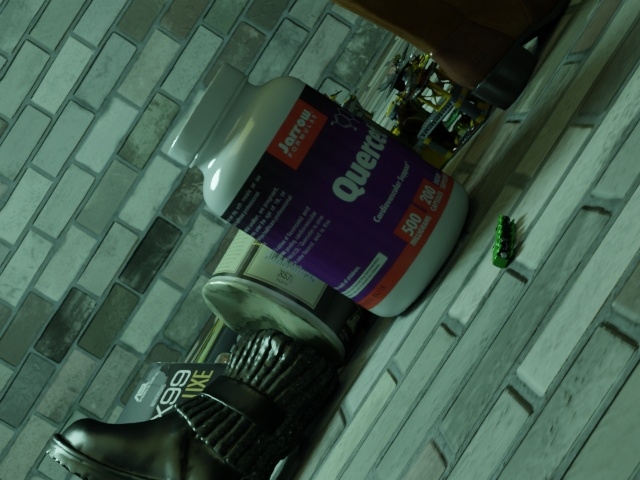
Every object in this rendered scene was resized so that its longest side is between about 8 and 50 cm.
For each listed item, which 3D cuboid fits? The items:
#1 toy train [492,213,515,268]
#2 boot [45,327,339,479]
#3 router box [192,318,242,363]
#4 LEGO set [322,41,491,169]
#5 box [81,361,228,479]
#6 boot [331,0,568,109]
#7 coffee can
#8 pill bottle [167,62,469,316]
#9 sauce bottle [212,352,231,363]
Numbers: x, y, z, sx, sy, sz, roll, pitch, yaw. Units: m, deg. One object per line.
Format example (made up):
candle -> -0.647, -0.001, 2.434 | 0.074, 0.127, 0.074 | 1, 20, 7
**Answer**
toy train -> 0.172, 0.001, 1.219 | 0.083, 0.017, 0.023 | -71, 4, -63
boot -> -0.159, 0.221, 1.610 | 0.348, 0.131, 0.260 | 13, 66, 36
router box -> -0.191, 0.237, 2.475 | 0.309, 0.081, 0.243 | -62, 8, -32
LEGO set -> 0.114, -0.205, 1.821 | 0.331, 0.192, 0.255 | -48, 12, 54
box -> -0.198, 0.306, 1.745 | 0.242, 0.076, 0.307 | -3, 46, 40
boot -> 0.166, -0.332, 1.649 | 0.264, 0.280, 0.096 | -60, 7, -22
coffee can -> 0.000, 0.000, 1.666 | 0.275, 0.201, 0.201 | -60, 7, -22
pill bottle -> -0.004, -0.064, 1.468 | 0.181, 0.323, 0.181 | -57, 7, 11
sauce bottle -> -0.190, 0.335, 1.894 | 0.344, 0.111, 0.111 | -60, 7, -15
